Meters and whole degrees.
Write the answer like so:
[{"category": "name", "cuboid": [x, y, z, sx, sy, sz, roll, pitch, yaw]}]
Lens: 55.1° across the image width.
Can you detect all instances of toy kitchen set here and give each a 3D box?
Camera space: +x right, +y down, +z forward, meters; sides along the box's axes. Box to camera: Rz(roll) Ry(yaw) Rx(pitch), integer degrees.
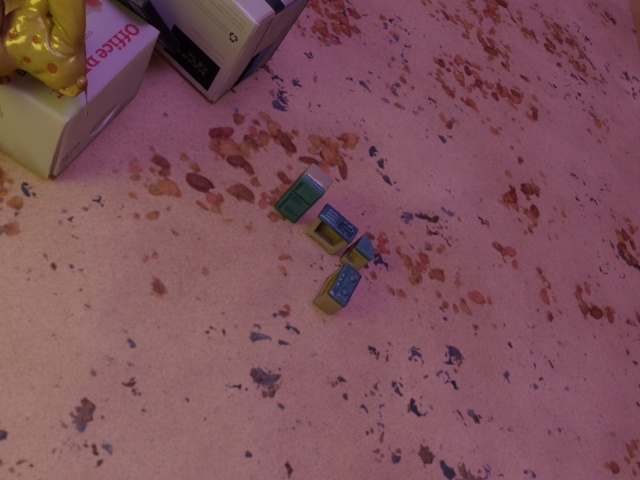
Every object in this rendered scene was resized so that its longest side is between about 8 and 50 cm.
[{"category": "toy kitchen set", "cuboid": [0.000, 0.000, 1.119, 0.207, 0.122, 0.166, 40, 49, -7]}]

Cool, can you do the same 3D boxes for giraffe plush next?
[{"category": "giraffe plush", "cuboid": [-0.397, -0.269, 0.800, 0.170, 0.181, 0.210, -2, 101, -21]}]

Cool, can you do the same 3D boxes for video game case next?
[{"category": "video game case", "cuboid": [-0.383, -0.442, 1.065, 0.274, 0.196, 0.026, 36, 88, 3]}]

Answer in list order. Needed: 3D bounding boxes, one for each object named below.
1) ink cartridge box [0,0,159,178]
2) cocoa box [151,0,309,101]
[{"category": "ink cartridge box", "cuboid": [-0.494, -0.327, 0.958, 0.384, 0.160, 0.279, 35, 49, -11]}, {"category": "cocoa box", "cuboid": [-0.229, -0.499, 1.188, 0.347, 0.231, 0.228, 44, 49, -5]}]
